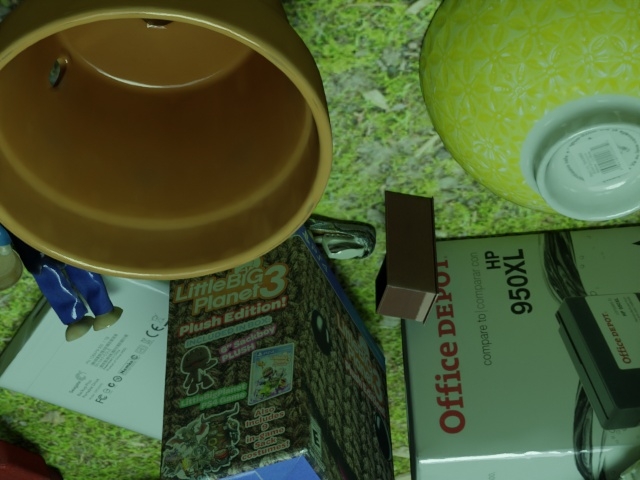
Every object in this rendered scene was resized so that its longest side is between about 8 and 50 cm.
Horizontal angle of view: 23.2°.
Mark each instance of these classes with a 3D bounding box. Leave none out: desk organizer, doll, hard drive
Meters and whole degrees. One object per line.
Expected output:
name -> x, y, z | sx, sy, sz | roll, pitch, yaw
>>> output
desk organizer -> 0.082, 0.015, 1.505 | 0.050, 0.130, 0.047 | 10, 135, -9
doll -> -0.260, 0.003, 1.503 | 0.129, 0.046, 0.189 | -20, 110, 30
hard drive -> -0.141, 0.134, 1.682 | 0.353, 0.047, 0.233 | 22, 131, -23

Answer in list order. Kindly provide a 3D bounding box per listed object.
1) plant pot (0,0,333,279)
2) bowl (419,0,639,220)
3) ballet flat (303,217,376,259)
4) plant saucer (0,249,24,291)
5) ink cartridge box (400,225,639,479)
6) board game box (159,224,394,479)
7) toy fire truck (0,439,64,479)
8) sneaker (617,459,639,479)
plant pot -> -0.137, -0.136, 1.284 | 0.291, 0.203, 0.290 | -1, 136, -1
bowl -> 0.236, -0.110, 1.362 | 0.290, 0.156, 0.289 | -1, 137, -1
ballet flat -> 0.000, 0.000, 1.551 | 0.114, 0.041, 0.041 | 5, 136, -8
plant saucer -> -0.341, 0.021, 1.575 | 0.083, 0.015, 0.083 | -1, 136, -1
ink cartridge box -> 0.279, 0.139, 1.531 | 0.395, 0.285, 0.166 | -5, 135, 2
board game box -> -0.035, 0.170, 1.484 | 0.141, 0.291, 0.232 | -19, 132, 15
toy fire truck -> -0.436, 0.312, 1.798 | 0.254, 0.169, 0.302 | 5, 142, -47
sneaker -> 0.244, 0.262, 1.376 | 0.169, 0.108, 0.292 | 4, 136, -10
